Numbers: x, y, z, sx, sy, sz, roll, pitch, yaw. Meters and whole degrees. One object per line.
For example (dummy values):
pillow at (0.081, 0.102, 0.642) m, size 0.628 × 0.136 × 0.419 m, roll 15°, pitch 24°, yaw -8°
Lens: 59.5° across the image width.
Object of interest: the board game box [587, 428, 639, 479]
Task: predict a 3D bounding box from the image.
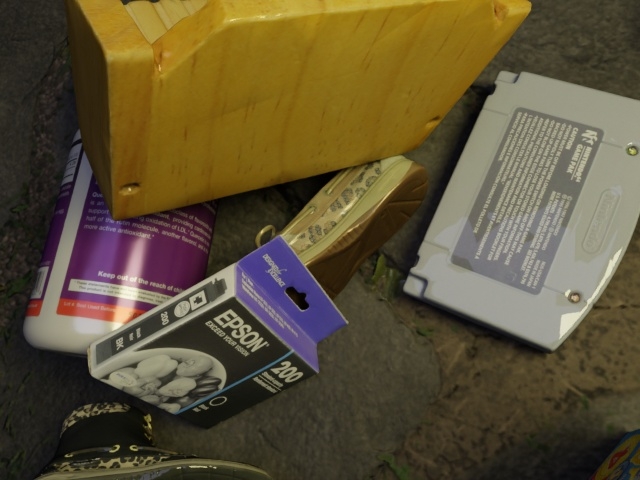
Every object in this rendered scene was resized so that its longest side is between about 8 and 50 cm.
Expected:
board game box at (0.209, 0.251, 0.375) m, size 0.308 × 0.302 × 0.086 m, roll -42°, pitch 67°, yaw -13°

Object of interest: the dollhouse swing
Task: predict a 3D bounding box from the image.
dollhouse swing at (-0.070, -0.223, 0.547) m, size 0.347 × 0.315 × 0.304 m, roll -16°, pitch 72°, yaw -25°

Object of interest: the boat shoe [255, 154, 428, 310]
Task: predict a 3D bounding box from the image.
boat shoe at (0.000, 0.000, 0.652) m, size 0.285 × 0.104 × 0.089 m, roll -40°, pitch 58°, yaw -13°

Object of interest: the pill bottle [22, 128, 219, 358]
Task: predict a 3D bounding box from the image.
pill bottle at (-0.218, -0.020, 0.666) m, size 0.182 × 0.181 × 0.322 m, roll 3°, pitch 74°, yaw 16°

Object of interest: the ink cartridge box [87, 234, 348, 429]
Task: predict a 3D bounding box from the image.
ink cartridge box at (-0.084, 0.108, 0.575) m, size 0.208 × 0.206 × 0.045 m, roll -30°, pitch 52°, yaw 4°

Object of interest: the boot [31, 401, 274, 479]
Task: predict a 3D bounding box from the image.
boot at (-0.174, 0.233, 0.595) m, size 0.237 × 0.178 × 0.085 m, roll 4°, pitch 98°, yaw -15°

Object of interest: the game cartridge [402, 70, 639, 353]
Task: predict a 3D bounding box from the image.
game cartridge at (0.238, -0.037, 0.620) m, size 0.196 × 0.060 × 0.294 m, roll 22°, pitch 80°, yaw 24°
